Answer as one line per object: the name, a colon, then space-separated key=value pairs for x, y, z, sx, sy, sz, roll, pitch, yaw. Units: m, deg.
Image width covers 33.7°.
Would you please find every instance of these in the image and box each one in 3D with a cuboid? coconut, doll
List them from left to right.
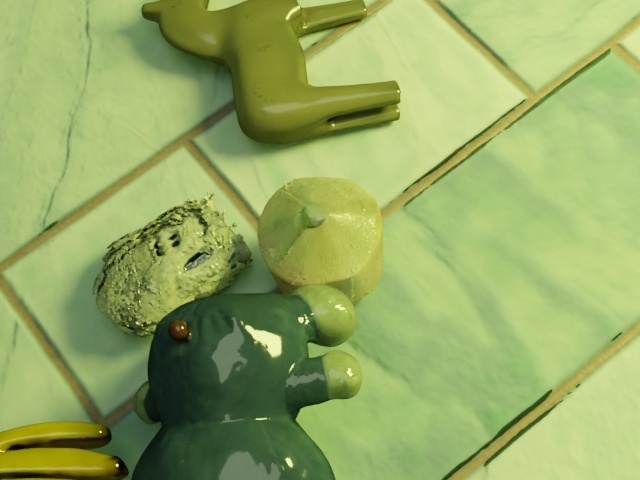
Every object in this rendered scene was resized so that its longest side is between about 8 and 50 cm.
doll: x=-0.069 y=0.171 z=0.897 sx=0.228 sy=0.154 sz=0.259 roll=-12 pitch=78 yaw=25
coconut: x=0.000 y=0.000 z=0.986 sx=0.116 sy=0.122 sz=0.116 roll=-2 pitch=66 yaw=4

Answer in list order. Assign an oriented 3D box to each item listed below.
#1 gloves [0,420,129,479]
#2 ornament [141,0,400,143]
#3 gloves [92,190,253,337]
gloves: x=-0.307 y=0.225 z=0.892 sx=0.294 sy=0.116 sz=0.133 roll=-11 pitch=37 yaw=5
ornament: x=-0.059 y=-0.204 z=1.120 sx=0.244 sy=0.061 sz=0.230 roll=-11 pitch=63 yaw=-4
gloves: x=-0.149 y=0.020 z=1.016 sx=0.153 sy=0.070 sz=0.114 roll=-35 pitch=68 yaw=-9
